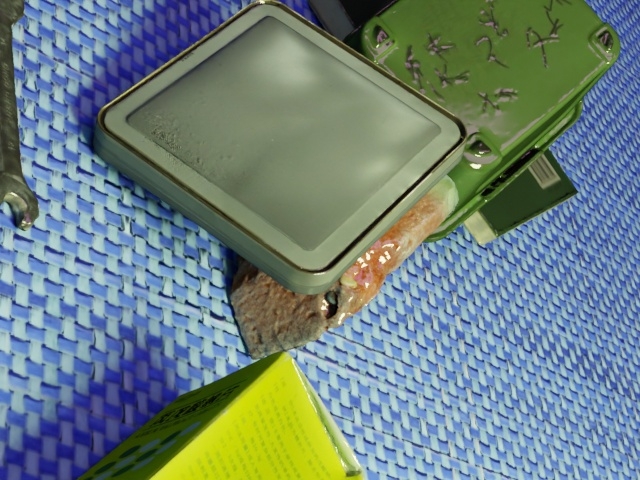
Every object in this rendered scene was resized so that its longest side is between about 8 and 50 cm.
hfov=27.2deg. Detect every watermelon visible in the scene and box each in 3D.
[{"bbox_3d":[0.000,0.000,1.278,0.140,0.193,0.256,47,51,-19],"label":"watermelon"}]

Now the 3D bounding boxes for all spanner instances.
[{"bbox_3d":[-0.271,-0.124,1.133,0.054,0.015,0.254,19,52,-45],"label":"spanner"}]

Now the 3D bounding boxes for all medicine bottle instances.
[{"bbox_3d":[-0.094,0.207,1.015,0.141,0.137,0.250,58,35,-5],"label":"medicine bottle"}]

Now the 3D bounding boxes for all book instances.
[{"bbox_3d":[0.162,-0.178,1.660,0.371,0.043,0.260,56,36,8],"label":"book"}]

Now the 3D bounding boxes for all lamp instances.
[{"bbox_3d":[-0.033,-0.097,1.230,0.266,0.047,0.269,34,51,17],"label":"lamp"}]

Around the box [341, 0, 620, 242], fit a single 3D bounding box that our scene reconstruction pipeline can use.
[{"bbox_3d":[0.163,-0.185,1.479,0.329,0.178,0.253,-41,89,-27],"label":"box"}]
